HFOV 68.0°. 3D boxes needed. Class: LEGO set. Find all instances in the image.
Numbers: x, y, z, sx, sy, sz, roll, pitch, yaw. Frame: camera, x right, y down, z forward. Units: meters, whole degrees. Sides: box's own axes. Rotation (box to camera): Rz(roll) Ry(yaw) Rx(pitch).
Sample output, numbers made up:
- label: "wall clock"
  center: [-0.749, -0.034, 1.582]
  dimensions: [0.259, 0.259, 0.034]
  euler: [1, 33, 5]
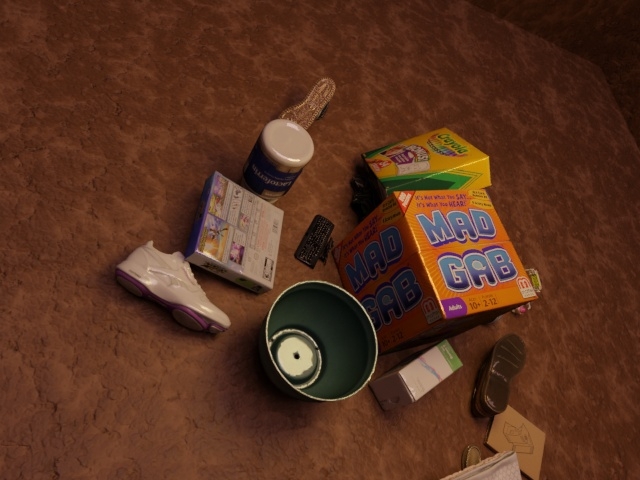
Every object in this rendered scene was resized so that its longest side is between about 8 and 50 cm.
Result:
- label: "LEGO set"
  center: [0.690, 0.119, 1.692]
  dimensions: [0.132, 0.107, 0.286]
  euler: [-41, 103, -28]

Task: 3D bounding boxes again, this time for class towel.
- label: "towel"
  center: [0.435, 0.753, 1.232]
  dimensions: [0.332, 0.053, 0.316]
  euler: [-7, 80, -30]

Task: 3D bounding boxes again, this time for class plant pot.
- label: "plant pot"
  center: [-0.033, 0.273, 1.194]
  dimensions: [0.294, 0.196, 0.292]
  euler: [14, 56, -22]

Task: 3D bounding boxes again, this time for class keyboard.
- label: "keyboard"
  center: [0.000, 0.000, 1.473]
  dimensions: [0.100, 0.038, 0.192]
  euler: [33, 53, -9]

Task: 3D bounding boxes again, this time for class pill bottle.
- label: "pill bottle"
  center: [-0.137, -0.212, 1.374]
  dimensions: [0.153, 0.264, 0.153]
  euler: [13, 58, -21]

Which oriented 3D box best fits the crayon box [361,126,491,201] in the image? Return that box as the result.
- label: "crayon box"
  center: [0.326, -0.236, 1.543]
  dimensions: [0.314, 0.106, 0.362]
  euler: [-19, 28, 2]

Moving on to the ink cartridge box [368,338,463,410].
- label: "ink cartridge box"
  center: [0.265, 0.376, 1.326]
  dimensions: [0.213, 0.154, 0.093]
  euler: [-23, 76, -36]

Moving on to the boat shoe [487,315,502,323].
- label: "boat shoe"
  center: [0.535, 0.150, 1.539]
  dimensions: [0.121, 0.334, 0.119]
  euler: [21, 42, 39]

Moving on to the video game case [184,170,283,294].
- label: "video game case"
  center: [-0.225, -0.020, 1.299]
  dimensions: [0.244, 0.061, 0.269]
  euler: [31, 47, -33]

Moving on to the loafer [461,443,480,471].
- label: "loafer"
  center: [0.427, 0.646, 1.326]
  dimensions: [0.056, 0.050, 0.147]
  euler: [31, 54, -14]

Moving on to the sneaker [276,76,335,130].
- label: "sneaker"
  center: [-0.060, -0.438, 1.668]
  dimensions: [0.099, 0.153, 0.282]
  euler: [43, 81, -4]

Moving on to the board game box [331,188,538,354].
- label: "board game box"
  center: [0.313, 0.094, 1.387]
  dimensions: [0.357, 0.356, 0.355]
  euler: [-5, 66, -32]

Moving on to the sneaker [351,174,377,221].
- label: "sneaker"
  center: [0.141, -0.143, 1.614]
  dimensions: [0.078, 0.067, 0.188]
  euler: [4, 64, -34]

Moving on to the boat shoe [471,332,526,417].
- label: "boat shoe"
  center: [0.551, 0.419, 1.498]
  dimensions: [0.111, 0.104, 0.307]
  euler: [40, 52, 8]

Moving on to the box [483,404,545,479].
- label: "box"
  center: [0.603, 0.612, 1.464]
  dimensions: [0.201, 0.021, 0.164]
  euler: [38, 51, -4]

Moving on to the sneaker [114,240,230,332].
- label: "sneaker"
  center: [-0.339, 0.111, 1.169]
  dimensions: [0.305, 0.114, 0.152]
  euler: [35, 52, -7]

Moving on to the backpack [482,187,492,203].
- label: "backpack"
  center: [0.462, -0.122, 1.665]
  dimensions: [0.277, 0.213, 0.263]
  euler: [-19, 61, 1]
